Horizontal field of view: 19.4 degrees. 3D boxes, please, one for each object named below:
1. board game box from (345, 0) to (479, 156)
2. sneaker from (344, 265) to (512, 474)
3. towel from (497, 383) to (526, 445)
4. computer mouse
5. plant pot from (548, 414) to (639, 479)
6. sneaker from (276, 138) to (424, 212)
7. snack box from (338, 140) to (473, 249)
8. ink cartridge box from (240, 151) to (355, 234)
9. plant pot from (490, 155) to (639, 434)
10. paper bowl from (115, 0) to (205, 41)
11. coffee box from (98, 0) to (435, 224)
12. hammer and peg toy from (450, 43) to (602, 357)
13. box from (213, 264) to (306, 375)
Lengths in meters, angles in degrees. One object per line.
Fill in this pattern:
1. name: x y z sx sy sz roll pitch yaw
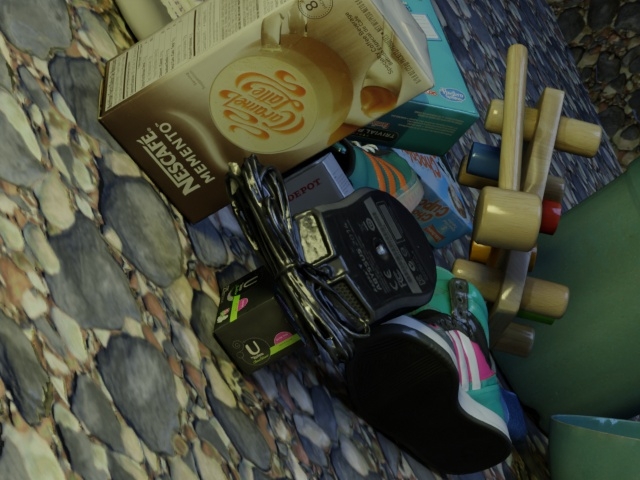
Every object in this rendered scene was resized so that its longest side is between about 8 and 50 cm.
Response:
1. board game box: 0.008 -0.259 2.071 0.254 0.079 0.336 9 48 -35
2. sneaker: 0.095 0.094 1.822 0.295 0.124 0.178 50 22 -52
3. towel: 0.200 0.189 2.150 0.119 0.029 0.067 40 26 -51
4. computer mouse: 0.011 0.019 1.603 0.272 0.072 0.188 -7 68 -63
5. plant pot: 0.395 0.319 2.162 0.290 0.290 0.195 8 90 -70
6. sneaker: 0.026 -0.061 1.916 0.121 0.108 0.302 62 17 -10
7. snack box: 0.067 -0.139 2.259 0.322 0.060 0.187 41 25 -49
8. ink cartridge box: 0.000 0.000 1.747 0.135 0.099 0.056 59 16 -6
9. plant pot: 0.394 0.074 2.386 0.341 0.334 0.341 52 19 -26
10. paper bowl: -0.100 -0.249 1.787 0.284 0.148 0.284 53 17 -24
11. coffee box: -0.046 -0.139 1.581 0.141 0.246 0.098 50 20 -31
12. hammer and peg toy: 0.215 -0.031 1.987 0.361 0.127 0.266 107 -3 -72
13. box: -0.048 0.063 1.561 0.052 0.062 0.083 55 15 -18
